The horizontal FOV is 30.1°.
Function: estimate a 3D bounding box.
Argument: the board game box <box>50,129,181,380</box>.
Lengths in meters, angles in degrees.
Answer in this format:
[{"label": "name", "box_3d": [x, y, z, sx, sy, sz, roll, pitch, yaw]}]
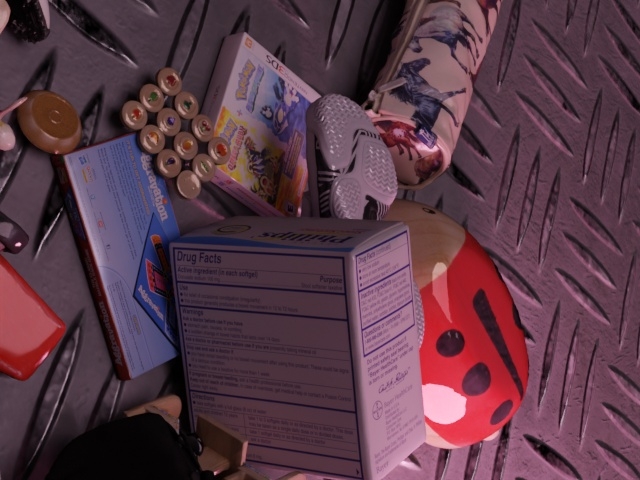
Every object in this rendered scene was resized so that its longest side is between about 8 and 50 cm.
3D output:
[{"label": "board game box", "box_3d": [-0.228, 0.014, 1.456, 0.145, 0.027, 0.281, -25, 103, -47]}]

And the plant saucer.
[{"label": "plant saucer", "box_3d": [-0.309, -0.140, 1.373, 0.083, 0.015, 0.083, 22, 54, -33]}]

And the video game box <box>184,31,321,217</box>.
[{"label": "video game box", "box_3d": [-0.083, -0.151, 1.634, 0.187, 0.048, 0.205, 34, 61, -39]}]

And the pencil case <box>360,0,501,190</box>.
[{"label": "pencil case", "box_3d": [0.171, -0.289, 1.860, 0.183, 0.160, 0.410, 57, 46, -48]}]

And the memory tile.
[{"label": "memory tile", "box_3d": [-0.180, -0.134, 1.491, 0.148, 0.012, 0.113, 55, 52, -19]}]

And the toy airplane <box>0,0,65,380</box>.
[{"label": "toy airplane", "box_3d": [-0.448, -0.032, 1.071, 0.386, 0.272, 0.384, -10, 80, -14]}]

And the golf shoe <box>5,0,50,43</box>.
[{"label": "golf shoe", "box_3d": [-0.337, -0.324, 1.340, 0.094, 0.077, 0.198, -37, 114, -46]}]

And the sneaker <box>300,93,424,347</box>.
[{"label": "sneaker", "box_3d": [0.000, 0.000, 1.592, 0.137, 0.210, 0.365, -11, 86, -50]}]

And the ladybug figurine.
[{"label": "ladybug figurine", "box_3d": [0.196, 0.133, 1.829, 0.449, 0.162, 0.305, 59, 46, -26]}]

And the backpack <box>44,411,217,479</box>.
[{"label": "backpack", "box_3d": [-0.198, 0.407, 1.235, 0.273, 0.290, 0.355, -19, 110, -12]}]

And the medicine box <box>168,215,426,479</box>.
[{"label": "medicine box", "box_3d": [-0.026, 0.126, 1.457, 0.149, 0.263, 0.289, -23, 112, -55]}]

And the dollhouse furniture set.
[{"label": "dollhouse furniture set", "box_3d": [-0.115, 0.320, 1.415, 0.161, 0.212, 0.242, -16, 123, -48]}]
